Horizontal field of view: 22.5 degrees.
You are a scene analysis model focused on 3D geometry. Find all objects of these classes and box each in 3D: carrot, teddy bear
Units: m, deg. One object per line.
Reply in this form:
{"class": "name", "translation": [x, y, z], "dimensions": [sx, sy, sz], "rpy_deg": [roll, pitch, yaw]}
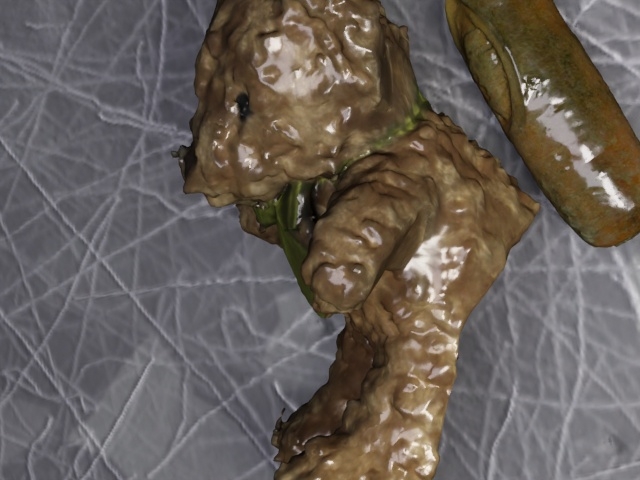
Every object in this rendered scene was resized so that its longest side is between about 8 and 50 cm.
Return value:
{"class": "carrot", "translation": [0.096, -0.150, 0.937], "dimensions": [0.070, 0.070, 0.342], "rpy_deg": [-30, 84, 22]}
{"class": "teddy bear", "translation": [-0.006, 0.008, 0.913], "dimensions": [0.223, 0.246, 0.296], "rpy_deg": [26, 97, -10]}
